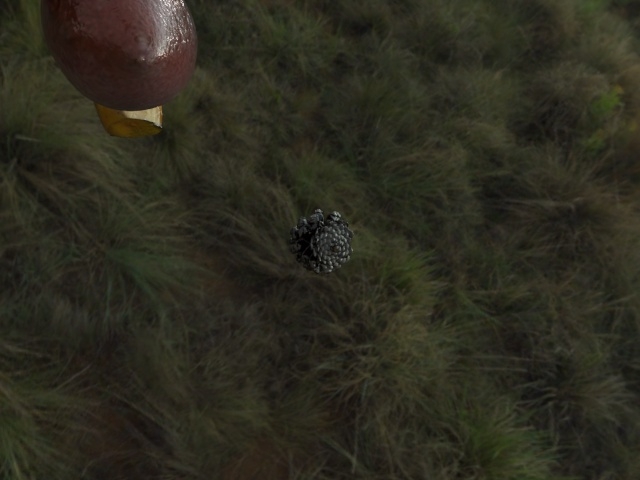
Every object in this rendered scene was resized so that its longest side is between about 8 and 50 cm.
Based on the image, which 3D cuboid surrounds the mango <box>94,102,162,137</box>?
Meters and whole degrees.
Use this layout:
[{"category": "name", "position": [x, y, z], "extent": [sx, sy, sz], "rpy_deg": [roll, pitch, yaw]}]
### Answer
[{"category": "mango", "position": [-0.468, -0.377, 1.319], "extent": [0.187, 0.137, 0.257], "rpy_deg": [24, 53, -74]}]

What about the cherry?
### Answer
[{"category": "cherry", "position": [-0.288, -0.286, 0.795], "extent": [0.205, 0.239, 0.240], "rpy_deg": [-6, 61, 12]}]

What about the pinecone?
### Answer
[{"category": "pinecone", "position": [-0.001, 0.000, 1.182], "extent": [0.140, 0.120, 0.140], "rpy_deg": [-11, 105, -45]}]
